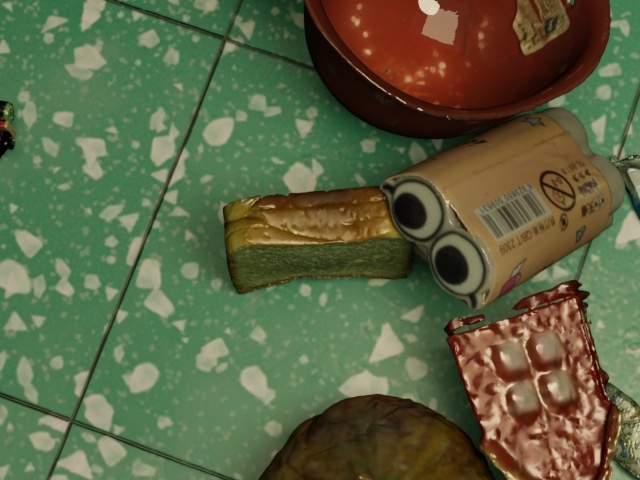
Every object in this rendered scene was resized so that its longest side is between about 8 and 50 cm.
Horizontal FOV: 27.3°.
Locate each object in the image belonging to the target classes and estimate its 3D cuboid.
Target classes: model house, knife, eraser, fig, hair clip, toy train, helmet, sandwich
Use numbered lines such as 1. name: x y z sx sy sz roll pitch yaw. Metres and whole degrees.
1. model house: 0.245 0.194 1.422 0.160 0.196 0.254 -16 75 9
2. knife: 0.425 0.025 1.550 0.044 0.026 0.296 -25 81 -1
3. eraser: 0.213 -0.047 1.456 0.290 0.087 0.171 -27 78 -45
4. fig: 0.043 0.287 1.334 0.286 0.368 0.286 -3 74 11
5. hair clip: 0.379 0.247 1.496 0.229 0.036 0.066 43 88 9
6. toy train: -0.432 -0.144 1.592 0.138 0.050 0.087 9 75 3
7. helmet: 0.114 -0.241 1.496 0.385 0.230 0.337 -35 84 -29
8. sandwich: 0.000 0.000 1.486 0.215 0.186 0.065 -4 73 -3
